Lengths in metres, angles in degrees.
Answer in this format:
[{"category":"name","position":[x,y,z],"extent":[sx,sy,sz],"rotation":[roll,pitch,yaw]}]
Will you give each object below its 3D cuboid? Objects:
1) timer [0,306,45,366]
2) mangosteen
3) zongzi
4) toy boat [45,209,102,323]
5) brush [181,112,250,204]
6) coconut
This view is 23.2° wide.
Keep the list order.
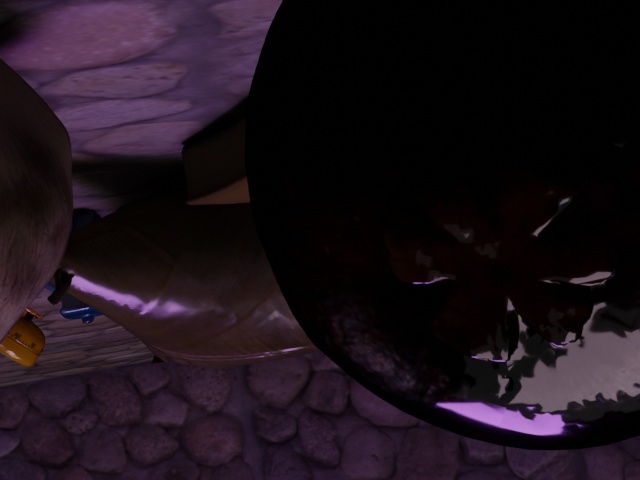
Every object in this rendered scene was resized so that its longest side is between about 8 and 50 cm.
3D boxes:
[{"category":"timer","position":[-0.408,0.126,1.981],"extent":[0.107,0.109,0.107],"rotation":[32,172,5]},{"category":"mangosteen","position":[0.119,-0.057,0.822],"extent":[0.307,0.306,0.347],"rotation":[-13,-158,22]},{"category":"zongzi","position":[0.000,0.000,1.423],"extent":[0.447,0.181,0.418],"rotation":[-14,171,8]},{"category":"toy boat","position":[-0.259,0.036,1.582],"extent":[0.088,0.102,0.215],"rotation":[-7,172,-8]},{"category":"brush","position":[-0.025,-0.075,1.257],"extent":[0.123,0.059,0.197],"rotation":[-9,173,-29]},{"category":"coconut","position":[-0.240,-0.022,0.896],"extent":[0.224,0.224,0.224],"rotation":[-10,172,-1]}]
